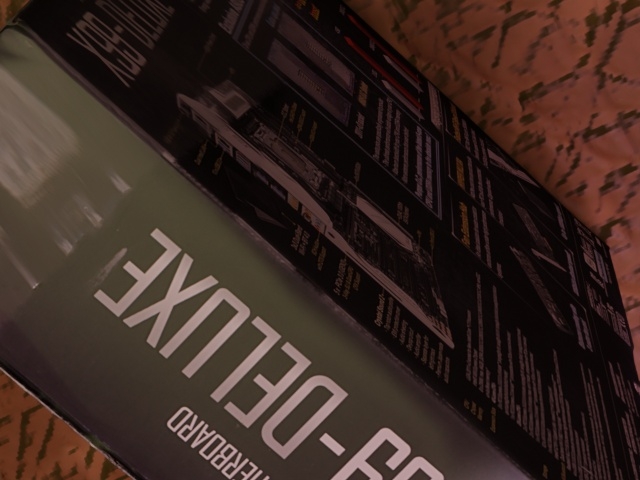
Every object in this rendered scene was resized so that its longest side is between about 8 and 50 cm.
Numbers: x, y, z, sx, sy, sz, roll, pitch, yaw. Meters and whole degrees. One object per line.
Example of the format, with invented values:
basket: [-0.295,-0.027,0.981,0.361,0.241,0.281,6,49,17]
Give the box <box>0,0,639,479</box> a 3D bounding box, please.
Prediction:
box: [0.000,0.000,0.605,0.242,0.307,0.076,41,107,-11]
